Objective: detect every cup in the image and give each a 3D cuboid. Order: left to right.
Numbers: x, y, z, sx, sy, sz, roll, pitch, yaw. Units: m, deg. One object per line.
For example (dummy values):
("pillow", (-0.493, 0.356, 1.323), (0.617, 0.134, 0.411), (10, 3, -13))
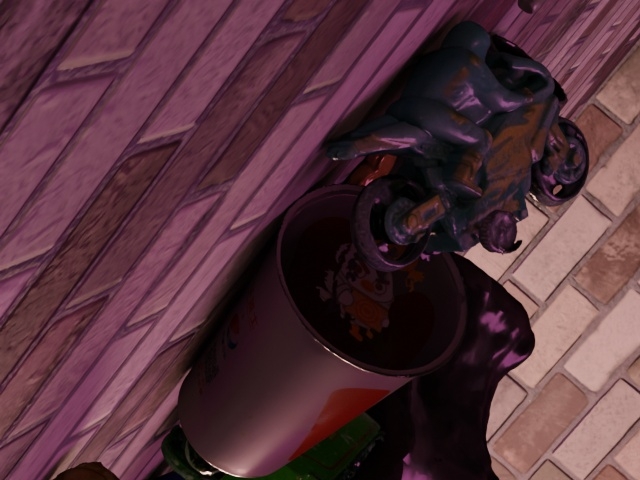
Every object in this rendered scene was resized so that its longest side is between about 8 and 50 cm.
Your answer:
("cup", (-0.015, 0.103, 1.744), (0.203, 0.203, 0.288), (-42, 176, -44))

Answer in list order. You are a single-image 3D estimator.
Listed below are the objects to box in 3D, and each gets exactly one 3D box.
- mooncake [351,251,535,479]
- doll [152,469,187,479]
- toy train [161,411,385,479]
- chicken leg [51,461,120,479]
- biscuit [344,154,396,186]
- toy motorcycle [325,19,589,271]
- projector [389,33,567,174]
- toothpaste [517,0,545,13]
("mooncake", (0.094, 0.204, 2.285), (0.350, 0.212, 0.381), (-1, -118, 55))
("doll", (-0.141, 0.412, 2.214), (0.160, 0.311, 0.242), (-18, 136, 7))
("toy train", (-0.053, 0.220, 2.038), (0.132, 0.188, 0.243), (-54, 171, 24))
("chicken leg", (-0.232, 0.261, 1.643), (0.178, 0.070, 0.093), (-41, 133, 22))
("biscuit", (0.000, 0.000, 1.855), (0.250, 0.035, 0.162), (-51, 168, 27))
("toy motorcycle", (0.130, -0.087, 1.636), (0.296, 0.198, 0.109), (-28, -162, -37))
("projector", (0.113, -0.053, 1.935), (0.337, 0.108, 0.108), (-51, 172, 19))
("toothpaste", (0.259, -0.301, 1.804), (0.216, 0.037, 0.062), (-51, 173, -18))
